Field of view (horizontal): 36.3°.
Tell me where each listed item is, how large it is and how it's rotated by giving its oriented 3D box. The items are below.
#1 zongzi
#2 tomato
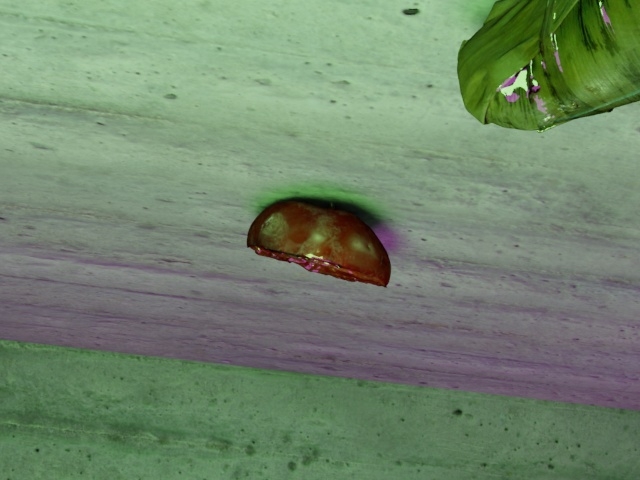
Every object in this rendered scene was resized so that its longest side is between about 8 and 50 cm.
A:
[{"bbox_3d":[0.200,-0.187,0.832,0.250,0.125,0.274,-15,163,32],"label":"zongzi"},{"bbox_3d":[0.000,-0.004,1.466,0.228,0.101,0.228,13,172,2],"label":"tomato"}]
